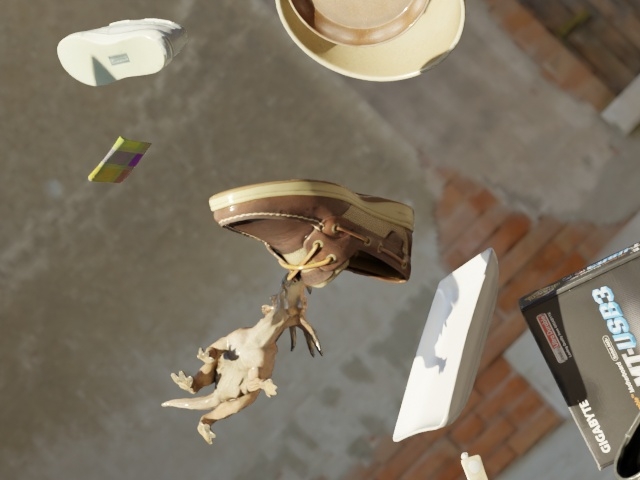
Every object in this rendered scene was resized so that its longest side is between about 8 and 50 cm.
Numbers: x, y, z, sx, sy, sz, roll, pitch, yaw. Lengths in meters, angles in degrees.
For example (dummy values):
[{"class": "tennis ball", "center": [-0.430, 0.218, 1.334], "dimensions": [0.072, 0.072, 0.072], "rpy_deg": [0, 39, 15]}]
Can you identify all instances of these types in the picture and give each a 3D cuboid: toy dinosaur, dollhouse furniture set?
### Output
[{"class": "toy dinosaur", "center": [-0.105, 0.186, 2.183], "dimensions": [0.296, 0.127, 0.200], "rpy_deg": [-45, -6, 35]}, {"class": "dollhouse furniture set", "center": [0.166, 0.307, 1.802], "dimensions": [0.114, 0.081, 0.091], "rpy_deg": [-14, -17, -19]}]

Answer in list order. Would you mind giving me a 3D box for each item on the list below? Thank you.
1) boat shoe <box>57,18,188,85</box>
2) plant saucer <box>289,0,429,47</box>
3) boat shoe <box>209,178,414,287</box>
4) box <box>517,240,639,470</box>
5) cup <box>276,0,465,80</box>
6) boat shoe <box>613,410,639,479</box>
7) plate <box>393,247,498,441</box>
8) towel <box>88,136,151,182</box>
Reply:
[{"class": "boat shoe", "center": [-0.279, -0.273, 2.074], "dimensions": [0.227, 0.079, 0.081], "rpy_deg": [1, 29, 40]}, {"class": "plant saucer", "center": [0.043, -0.299, 1.612], "dimensions": [0.168, 0.168, 0.029], "rpy_deg": [-48, 12, 25]}, {"class": "boat shoe", "center": [0.000, 0.000, 1.909], "dimensions": [0.123, 0.123, 0.342], "rpy_deg": [-15, -17, 40]}, {"class": "box", "center": [0.496, 0.161, 2.227], "dimensions": [0.293, 0.295, 0.073], "rpy_deg": [-25, 9, 7]}, {"class": "cup", "center": [0.108, -0.481, 2.557], "dimensions": [0.331, 0.331, 0.237], "rpy_deg": [-51, 17, 46]}, {"class": "boat shoe", "center": [0.365, 0.156, 1.460], "dimensions": [0.076, 0.080, 0.228], "rpy_deg": [10, -61, -37]}, {"class": "plate", "center": [0.198, 0.169, 2.202], "dimensions": [0.277, 0.045, 0.278], "rpy_deg": [135, 154, -72]}, {"class": "towel", "center": [-0.269, -0.106, 1.942], "dimensions": [0.060, 0.009, 0.083], "rpy_deg": [5, -45, -50]}]
